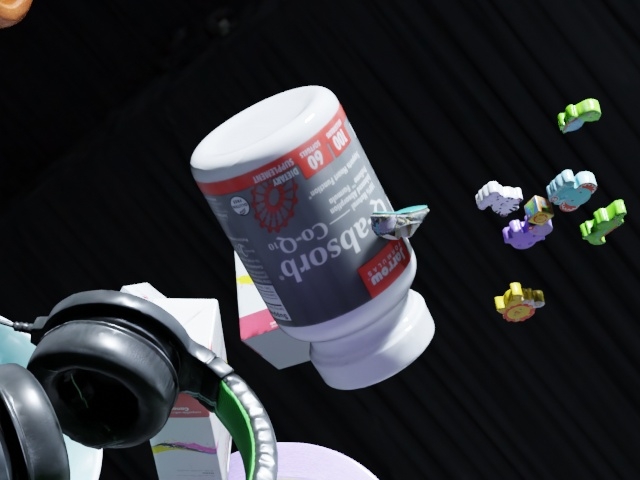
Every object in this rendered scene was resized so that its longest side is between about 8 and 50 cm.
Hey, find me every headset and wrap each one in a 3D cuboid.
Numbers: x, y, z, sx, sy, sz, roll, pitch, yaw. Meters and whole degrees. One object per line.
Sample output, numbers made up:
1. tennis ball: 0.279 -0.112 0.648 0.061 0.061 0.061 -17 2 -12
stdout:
1. headset: -0.220 0.151 1.050 0.243 0.394 0.185 -37 -25 -41

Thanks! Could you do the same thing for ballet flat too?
1. ballet flat: 0.099 -0.021 1.613 0.041 0.041 0.114 -31 -13 34

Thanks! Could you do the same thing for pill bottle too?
1. pill bottle: 0.000 0.000 1.686 0.210 0.363 0.210 -25 21 10

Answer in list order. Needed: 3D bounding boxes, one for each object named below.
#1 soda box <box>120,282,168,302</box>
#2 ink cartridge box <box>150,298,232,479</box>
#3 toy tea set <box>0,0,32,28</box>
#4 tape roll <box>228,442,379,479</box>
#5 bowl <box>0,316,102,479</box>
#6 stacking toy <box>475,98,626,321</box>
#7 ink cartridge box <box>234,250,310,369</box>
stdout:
1. soda box: -0.282 0.164 1.754 0.216 0.069 0.074 -57 -15 13
2. ink cartridge box: -0.127 0.164 1.262 0.067 0.198 0.115 0 45 4
3. toy tea set: -0.270 -0.295 1.078 0.124 0.200 0.336 3 28 23
4. tape roll: -0.038 0.357 1.363 0.275 0.274 0.090 -46 -25 -24
5. bowl: -0.390 0.223 1.277 0.163 0.311 0.311 -56 2 33
6. stacking toy: 0.260 -0.033 1.445 0.221 0.052 0.167 -48 37 43
7. ink cartridge box: -0.043 0.079 1.938 0.127 0.128 0.176 -19 57 20
